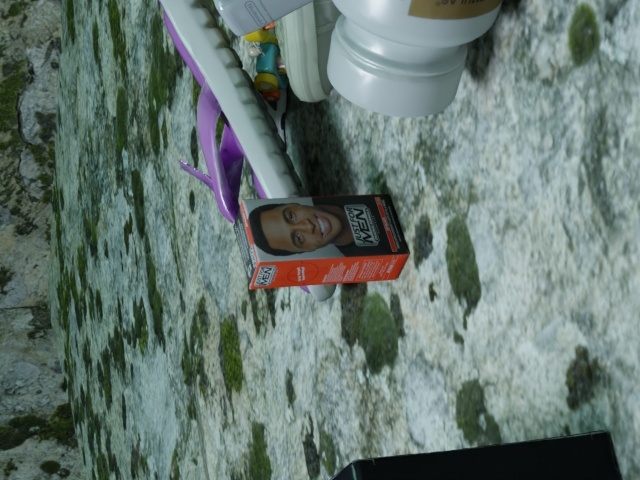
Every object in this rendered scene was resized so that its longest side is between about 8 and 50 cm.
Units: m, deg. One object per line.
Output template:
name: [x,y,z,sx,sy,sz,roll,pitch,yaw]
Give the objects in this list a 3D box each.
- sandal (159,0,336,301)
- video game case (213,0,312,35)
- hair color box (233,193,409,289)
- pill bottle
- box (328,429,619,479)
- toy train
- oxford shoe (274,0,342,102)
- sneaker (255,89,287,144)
sandal: [-0.097,-0.100,1.345,0.416,0.102,0.169,65,-175,26]
video game case: [0.033,-0.313,0.827,0.036,0.300,0.329,53,-166,-53]
hair color box: [0.000,0.000,1.155,0.043,0.141,0.072,112,148,-50]
pill bottle: [0.074,-0.210,0.927,0.131,0.131,0.229,-115,29,-46]
box: [0.076,0.224,0.919,0.261,0.184,0.103,125,135,-60]
toy train: [-0.043,-0.230,1.344,0.125,0.046,0.166,-58,-38,-56]
oxford shoe: [0.010,-0.282,1.120,0.449,0.130,0.169,89,170,-55]
sneaker: [-0.063,-0.128,1.459,0.040,0.044,0.109,-143,51,-63]
